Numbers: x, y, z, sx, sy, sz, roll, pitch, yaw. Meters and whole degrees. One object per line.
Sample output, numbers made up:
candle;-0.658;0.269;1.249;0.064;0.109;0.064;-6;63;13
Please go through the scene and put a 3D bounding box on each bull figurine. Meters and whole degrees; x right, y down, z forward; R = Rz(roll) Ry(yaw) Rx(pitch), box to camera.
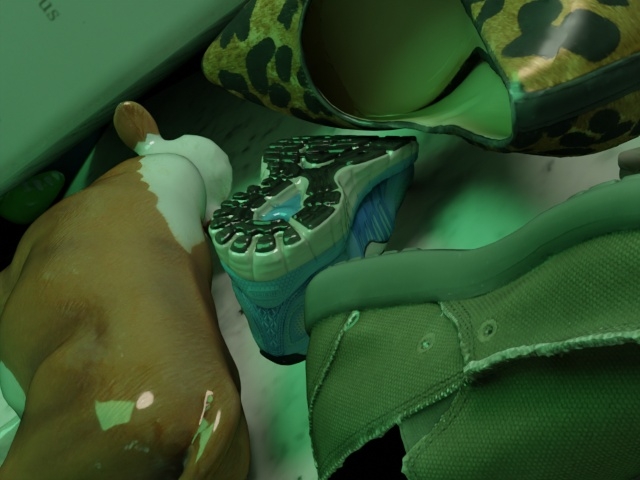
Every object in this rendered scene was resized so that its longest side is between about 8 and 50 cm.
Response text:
bull figurine;-0.109;0.051;0.600;0.188;0.101;0.310;-43;22;9

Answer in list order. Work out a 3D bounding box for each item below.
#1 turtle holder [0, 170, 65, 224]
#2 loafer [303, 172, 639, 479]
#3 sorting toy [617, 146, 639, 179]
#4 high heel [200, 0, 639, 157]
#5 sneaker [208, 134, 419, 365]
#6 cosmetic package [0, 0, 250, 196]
turtle holder;-0.378;-0.019;0.954;0.320;0.227;0.243;-48;26;-11
loafer;0.076;0.044;0.369;0.251;0.094;0.087;-17;59;59
sorting toy;0.137;-0.041;0.452;0.083;0.045;0.075;-46;16;-1
high heel;0.020;-0.071;0.501;0.261;0.093;0.186;-5;20;33
sneaker;0.000;0.000;0.555;0.063;0.073;0.162;3;23;23
cosmetic package;-0.152;-0.268;0.815;0.394;0.327;0.329;-33;9;20
